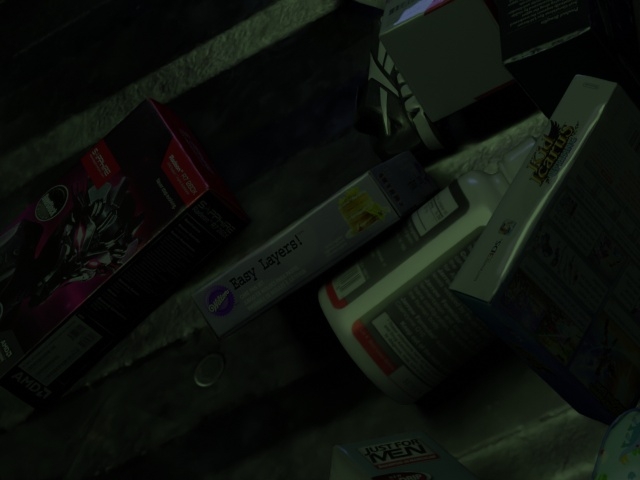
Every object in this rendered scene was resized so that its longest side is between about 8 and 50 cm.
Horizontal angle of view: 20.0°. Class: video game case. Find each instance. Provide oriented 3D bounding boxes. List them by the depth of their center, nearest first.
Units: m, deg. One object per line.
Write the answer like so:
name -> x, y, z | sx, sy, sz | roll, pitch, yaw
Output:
video game case -> 0.266, 0.015, 1.749 | 0.061, 0.269, 0.244 | 18, 72, 45

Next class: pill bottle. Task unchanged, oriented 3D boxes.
pill bottle -> 0.152, 0.030, 1.907 | 0.283, 0.161, 0.161 | -38, 44, 10

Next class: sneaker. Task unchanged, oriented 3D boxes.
sneaker -> 0.079, -0.180, 2.178 | 0.106, 0.078, 0.234 | -29, 48, 15

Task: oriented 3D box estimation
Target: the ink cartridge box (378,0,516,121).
ink cartridge box -> 0.157, -0.248, 2.091 | 0.128, 0.127, 0.176 | -26, 24, 21

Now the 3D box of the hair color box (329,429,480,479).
hair color box -> 0.141, 0.349, 1.659 | 0.374, 0.114, 0.185 | 38, 126, 46

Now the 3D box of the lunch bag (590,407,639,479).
lunch bag -> 0.327, 0.267, 1.650 | 0.176, 0.090, 0.219 | 2, 62, 40

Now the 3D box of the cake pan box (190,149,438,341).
cake pan box -> 0.000, 0.000, 2.014 | 0.246, 0.267, 0.070 | -32, 90, 16

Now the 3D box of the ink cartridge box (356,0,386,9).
ink cartridge box -> 0.045, -0.402, 2.304 | 0.232, 0.066, 0.189 | 24, 111, 46

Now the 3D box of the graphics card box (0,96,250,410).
graphics card box -> -0.289, 0.013, 2.319 | 0.371, 0.094, 0.233 | -42, 44, 7

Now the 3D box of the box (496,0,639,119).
box -> 0.275, -0.247, 2.018 | 0.108, 0.153, 0.207 | -21, 50, 25
